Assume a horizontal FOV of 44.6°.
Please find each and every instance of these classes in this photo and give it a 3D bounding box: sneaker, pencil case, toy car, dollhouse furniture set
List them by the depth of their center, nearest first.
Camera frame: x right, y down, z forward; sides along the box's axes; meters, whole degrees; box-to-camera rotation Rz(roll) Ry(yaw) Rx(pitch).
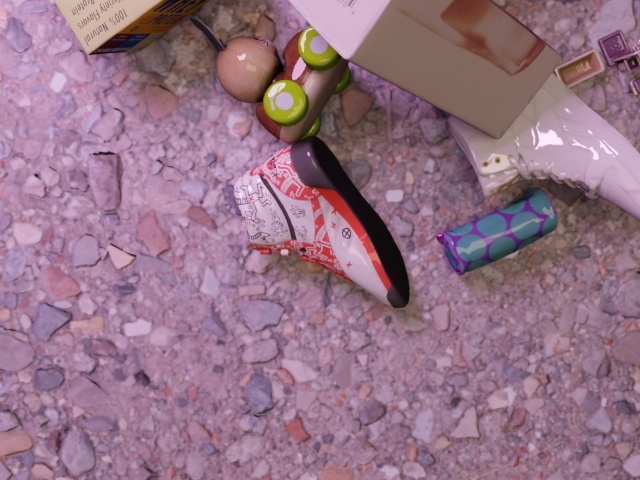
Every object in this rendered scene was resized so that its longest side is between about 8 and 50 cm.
[{"bbox_3d":[-0.071,-0.225,0.976,0.188,0.155,0.149,32,92,6],"label":"toy car"},{"bbox_3d":[0.292,-0.092,0.999,0.169,0.108,0.292,-41,66,3],"label":"sneaker"},{"bbox_3d":[0.000,-0.001,1.029,0.145,0.090,0.270,-24,117,24],"label":"sneaker"},{"bbox_3d":[0.383,-0.222,1.034,0.114,0.081,0.091,-26,96,-2],"label":"dollhouse furniture set"},{"bbox_3d":[0.238,-0.013,1.050,0.151,0.064,0.070,-25,54,-2],"label":"pencil case"}]

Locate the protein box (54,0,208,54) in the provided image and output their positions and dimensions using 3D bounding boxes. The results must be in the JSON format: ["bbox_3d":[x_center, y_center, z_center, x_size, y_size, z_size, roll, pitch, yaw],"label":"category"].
[{"bbox_3d":[-0.225,-0.360,0.922,0.199,0.136,0.201,-29,96,20],"label":"protein box"}]

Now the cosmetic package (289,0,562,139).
[{"bbox_3d":[0.123,-0.241,0.881,0.129,0.296,0.153,-53,52,20],"label":"cosmetic package"}]
